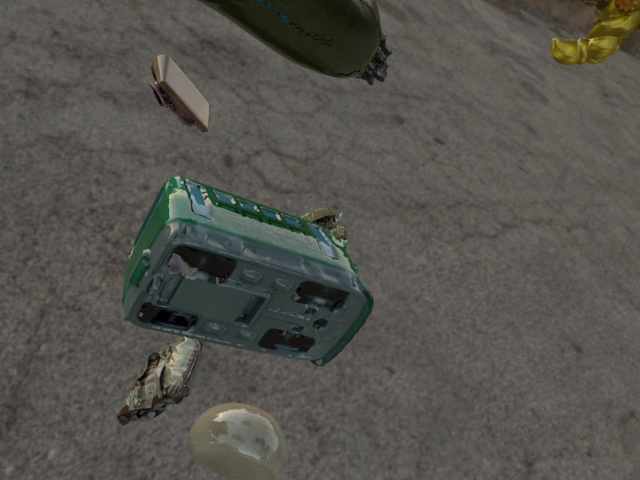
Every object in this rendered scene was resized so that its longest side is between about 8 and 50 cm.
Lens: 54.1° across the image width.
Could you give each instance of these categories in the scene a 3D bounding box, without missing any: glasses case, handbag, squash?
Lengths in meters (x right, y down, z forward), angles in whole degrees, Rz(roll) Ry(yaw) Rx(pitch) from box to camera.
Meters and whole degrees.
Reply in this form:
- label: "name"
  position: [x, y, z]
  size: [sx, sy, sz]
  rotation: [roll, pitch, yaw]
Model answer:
- label: "glasses case"
  position: [-0.325, -0.311, 1.414]
  size: [0.193, 0.070, 0.103]
  rotation: [49, 35, -55]
- label: "handbag"
  position: [-0.390, 0.339, 1.577]
  size: [0.127, 0.212, 0.235]
  rotation: [53, 22, -16]
- label: "squash"
  position: [-0.028, -0.161, 0.382]
  size: [0.087, 0.087, 0.331]
  rotation: [52, 20, 24]

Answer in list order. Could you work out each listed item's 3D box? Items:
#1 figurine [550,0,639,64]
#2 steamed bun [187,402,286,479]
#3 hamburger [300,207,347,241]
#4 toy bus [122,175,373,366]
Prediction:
- label: "figurine"
  position: [0.164, -0.185, 0.384]
  size: [0.156, 0.114, 0.095]
  rotation: [54, 4, -3]
- label: "steamed bun"
  position: [-0.228, 0.560, 1.783]
  size: [0.282, 0.283, 0.177]
  rotation: [25, 50, -12]
- label: "hamburger"
  position: [0.000, 0.000, 1.642]
  size: [0.113, 0.185, 0.177]
  rotation: [56, 20, 22]
- label: "toy bus"
  position: [-0.112, 0.044, 0.938]
  size: [0.343, 0.184, 0.200]
  rotation: [19, 31, -30]
